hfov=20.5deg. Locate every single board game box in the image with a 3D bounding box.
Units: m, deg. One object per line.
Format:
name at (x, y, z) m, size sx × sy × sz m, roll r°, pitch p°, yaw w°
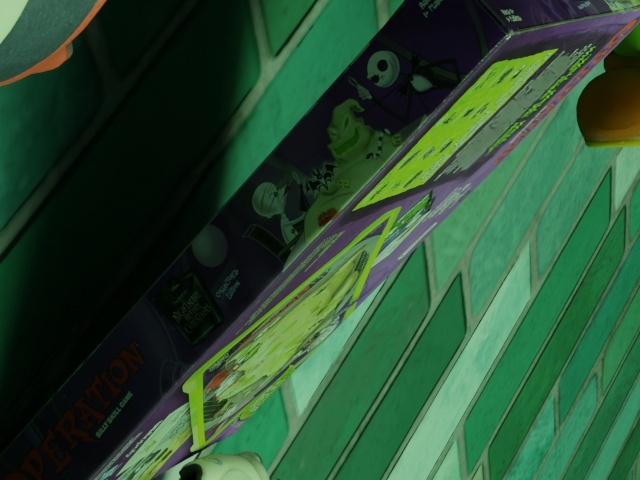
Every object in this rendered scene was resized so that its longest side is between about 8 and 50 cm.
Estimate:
board game box at (0.000, 0.000, 0.843) m, size 0.347 × 0.056 × 0.208 m, roll -47°, pitch 164°, yaw 26°

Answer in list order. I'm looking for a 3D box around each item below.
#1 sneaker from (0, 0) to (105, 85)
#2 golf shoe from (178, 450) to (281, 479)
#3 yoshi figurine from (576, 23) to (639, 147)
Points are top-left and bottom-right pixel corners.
sneaker at (-0.081, -0.215, 0.606) m, size 0.350 × 0.131 × 0.148 m, roll -66°, pitch 165°, yaw 5°
golf shoe at (-0.092, 0.190, 0.974) m, size 0.086 × 0.069 × 0.176 m, roll 26°, pitch 94°, yaw -56°
yoshi figurine at (0.209, -0.228, 0.924) m, size 0.203 × 0.203 × 0.362 m, roll -4°, pitch 98°, yaw -20°
